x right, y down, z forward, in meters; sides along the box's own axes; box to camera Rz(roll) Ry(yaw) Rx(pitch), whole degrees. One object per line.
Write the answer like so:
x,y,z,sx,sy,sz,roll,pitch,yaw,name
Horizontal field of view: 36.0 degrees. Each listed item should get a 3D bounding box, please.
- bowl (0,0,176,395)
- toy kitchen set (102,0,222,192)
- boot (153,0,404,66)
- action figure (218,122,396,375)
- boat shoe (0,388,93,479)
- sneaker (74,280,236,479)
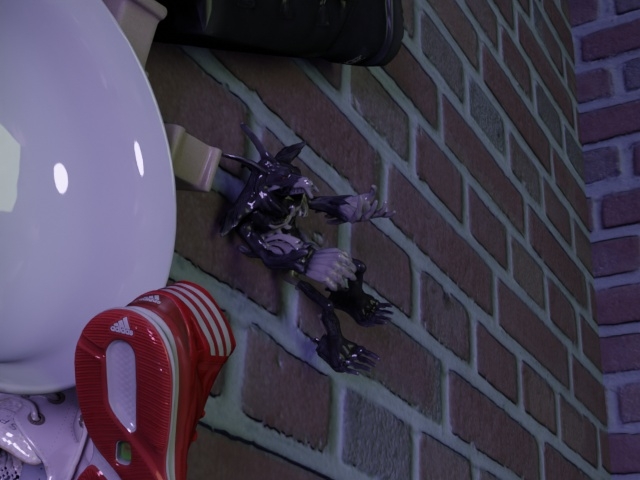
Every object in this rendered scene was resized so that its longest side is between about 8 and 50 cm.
-0.231,-0.043,0.617,0.298,0.134,0.298,34,49,-52,bowl
-0.158,-0.166,0.863,0.166,0.122,0.207,27,76,-56,toy kitchen set
-0.067,-0.375,1.076,0.445,0.146,0.367,-10,86,-58,boot
0.000,0.000,1.028,0.164,0.141,0.275,-57,131,-39,action figure
-0.190,0.139,0.656,0.096,0.098,0.277,45,43,-47,boat shoe
-0.094,0.131,0.629,0.128,0.087,0.221,-35,139,-63,sneaker
